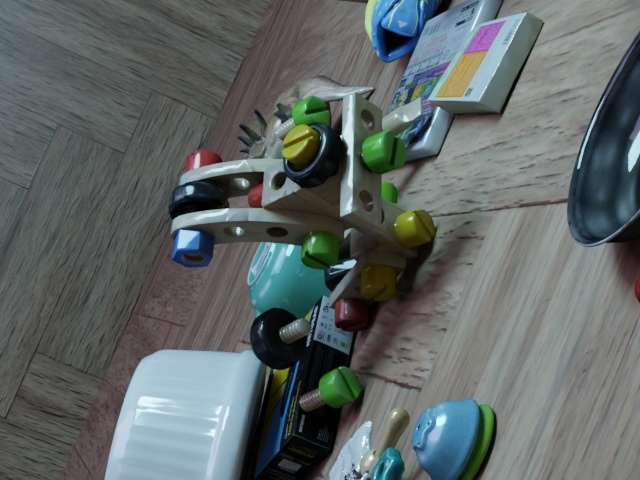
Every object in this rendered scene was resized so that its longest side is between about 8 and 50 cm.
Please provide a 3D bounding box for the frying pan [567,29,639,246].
[{"bbox_3d":[0.244,-0.128,0.852,0.326,0.053,0.197,-59,11,33],"label":"frying pan"}]

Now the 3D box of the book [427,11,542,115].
[{"bbox_3d":[0.160,-0.171,1.361,0.096,0.035,0.144,-63,13,-1],"label":"book"}]

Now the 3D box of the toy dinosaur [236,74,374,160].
[{"bbox_3d":[-0.038,-0.153,1.958,0.295,0.127,0.200,-51,11,32],"label":"toy dinosaur"}]

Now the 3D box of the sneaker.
[{"bbox_3d":[0.124,-0.308,1.661,0.126,0.091,0.240,-86,16,-48],"label":"sneaker"}]

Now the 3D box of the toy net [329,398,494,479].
[{"bbox_3d":[0.057,0.189,1.081,0.232,0.045,0.122,140,150,-66],"label":"toy net"}]

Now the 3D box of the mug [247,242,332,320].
[{"bbox_3d":[-0.026,0.046,1.562,0.129,0.097,0.158,-50,19,49],"label":"mug"}]

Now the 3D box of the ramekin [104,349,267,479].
[{"bbox_3d":[-0.142,0.234,1.441,0.273,0.127,0.273,12,-90,-89],"label":"ramekin"}]

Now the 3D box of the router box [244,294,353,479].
[{"bbox_3d":[-0.021,0.163,1.437,0.133,0.046,0.179,-53,17,45],"label":"router box"}]

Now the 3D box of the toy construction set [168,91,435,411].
[{"bbox_3d":[0.032,-0.051,1.339,0.237,0.257,0.309,-31,22,40],"label":"toy construction set"}]

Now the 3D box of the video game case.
[{"bbox_3d":[0.122,-0.172,1.539,0.183,0.023,0.201,-67,13,-7],"label":"video game case"}]

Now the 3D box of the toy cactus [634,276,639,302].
[{"bbox_3d":[0.237,-0.058,0.702,0.180,0.112,0.219,-61,0,-28],"label":"toy cactus"}]

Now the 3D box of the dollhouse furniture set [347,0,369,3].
[{"bbox_3d":[0.049,-0.539,1.822,0.256,0.362,0.394,-50,49,46],"label":"dollhouse furniture set"}]
